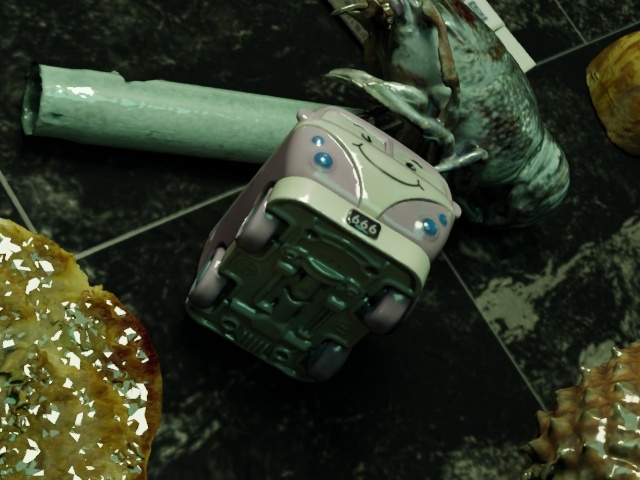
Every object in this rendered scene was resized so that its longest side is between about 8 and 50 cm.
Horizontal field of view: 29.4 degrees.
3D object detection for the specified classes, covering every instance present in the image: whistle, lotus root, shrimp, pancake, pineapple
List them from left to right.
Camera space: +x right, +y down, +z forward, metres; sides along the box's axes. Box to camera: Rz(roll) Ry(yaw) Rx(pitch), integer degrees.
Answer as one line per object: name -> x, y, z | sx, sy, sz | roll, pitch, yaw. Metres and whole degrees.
pancake -> -0.258, 0.114, 0.744 | 0.356, 0.065, 0.356 | 15, 53, -21
whistle -> -0.088, -0.097, 1.011 | 0.312, 0.062, 0.062 | 5, 62, -26
shrimp -> 0.090, -0.111, 1.005 | 0.372, 0.137, 0.172 | 39, 49, -35
pineapple -> 0.209, 0.197, 0.949 | 0.361, 0.175, 0.175 | -26, 79, -37
lotus root -> 0.348, -0.149, 1.250 | 0.159, 0.135, 0.095 | 33, 53, 8

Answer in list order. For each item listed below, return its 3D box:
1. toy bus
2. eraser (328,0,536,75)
toy bus -> 0.000, 0.000, 0.918 | 0.142, 0.202, 0.142 | 34, 51, -9
eraser -> 0.097, -0.214, 1.172 | 0.124, 0.068, 0.210 | -34, 84, -38
